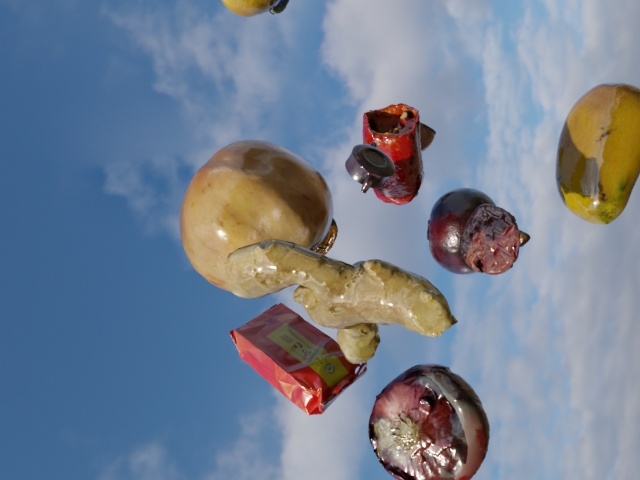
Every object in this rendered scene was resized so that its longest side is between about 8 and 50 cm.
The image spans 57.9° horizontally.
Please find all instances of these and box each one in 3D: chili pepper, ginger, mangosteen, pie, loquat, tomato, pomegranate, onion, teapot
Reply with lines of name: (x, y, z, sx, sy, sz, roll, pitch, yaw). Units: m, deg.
chili pepper: (0.177, -0.153, 1.353, 0.338, 0.134, 0.131, 73, -175, -54)
ginger: (0.032, 0.086, 1.035, 0.363, 0.348, 0.122, 41, -130, -11)
mangosteen: (0.411, -0.025, 1.514, 0.235, 0.261, 0.235, 2, -90, -75)
pie: (0.003, -0.001, 1.756, 0.088, 0.033, 0.191, 8, -56, -25)
pie: (0.363, 0.000, 1.231, 0.038, 0.153, 0.153, 1, -85, -42)
loquat: (-0.183, -0.656, 1.463, 0.204, 0.172, 0.149, 33, -131, -52)
tomato: (0.237, -0.326, 1.817, 0.199, 0.228, 0.112, 19, -90, -50)
pomegranate: (-0.148, -0.046, 1.455, 0.411, 0.411, 0.411, -12, -74, -51)
onion: (0.250, 0.403, 1.271, 0.195, 0.272, 0.272, 15, -96, -54)
teapot: (0.067, -0.104, 0.818, 0.068, 0.045, 0.100, 24, -140, -13)

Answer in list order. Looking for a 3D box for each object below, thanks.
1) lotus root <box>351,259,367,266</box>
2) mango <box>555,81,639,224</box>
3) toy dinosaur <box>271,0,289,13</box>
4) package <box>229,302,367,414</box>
lotus root: (0.168, 0.167, 1.880, 0.309, 0.173, 0.173, -99, -1, -68)
mango: (0.615, -0.188, 1.265, 0.173, 0.211, 0.317, 16, -96, -13)
toy dinosaur: (-0.036, -0.434, 0.745, 0.075, 0.188, 0.248, 0, -105, -34)
package: (-0.063, 0.324, 1.601, 0.196, 0.423, 0.123, -31, -52, -32)
